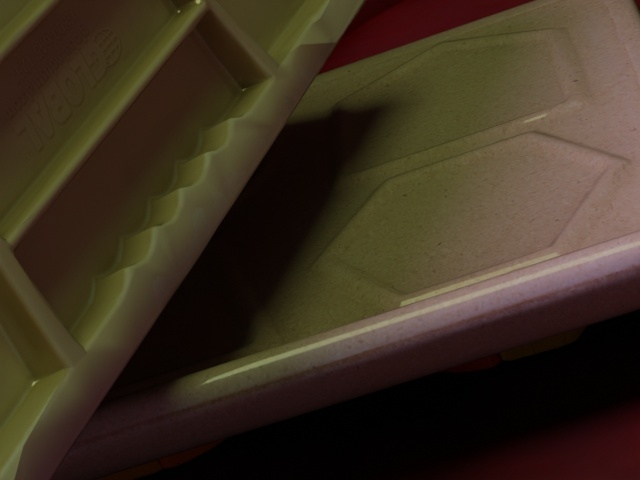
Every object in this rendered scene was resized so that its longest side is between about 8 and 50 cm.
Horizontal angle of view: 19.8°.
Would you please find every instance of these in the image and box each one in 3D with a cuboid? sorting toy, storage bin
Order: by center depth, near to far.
[{"bbox_3d":[-0.158,-0.002,0.433,0.262,0.123,0.260,-22,23,30],"label":"storage bin"},{"bbox_3d":[0.000,0.000,0.469,0.193,0.038,0.208,-18,21,9],"label":"sorting toy"}]
